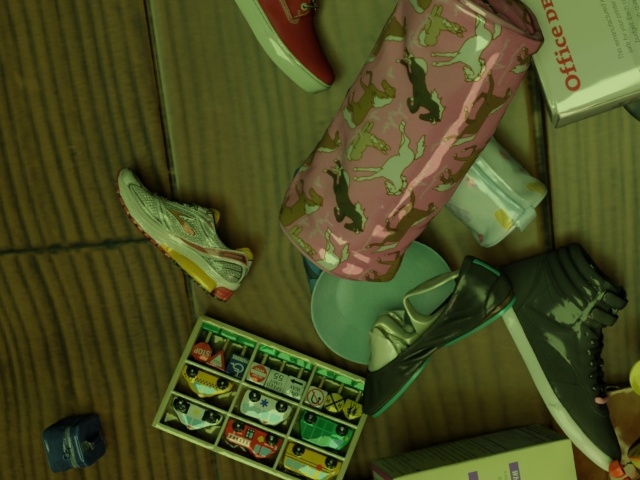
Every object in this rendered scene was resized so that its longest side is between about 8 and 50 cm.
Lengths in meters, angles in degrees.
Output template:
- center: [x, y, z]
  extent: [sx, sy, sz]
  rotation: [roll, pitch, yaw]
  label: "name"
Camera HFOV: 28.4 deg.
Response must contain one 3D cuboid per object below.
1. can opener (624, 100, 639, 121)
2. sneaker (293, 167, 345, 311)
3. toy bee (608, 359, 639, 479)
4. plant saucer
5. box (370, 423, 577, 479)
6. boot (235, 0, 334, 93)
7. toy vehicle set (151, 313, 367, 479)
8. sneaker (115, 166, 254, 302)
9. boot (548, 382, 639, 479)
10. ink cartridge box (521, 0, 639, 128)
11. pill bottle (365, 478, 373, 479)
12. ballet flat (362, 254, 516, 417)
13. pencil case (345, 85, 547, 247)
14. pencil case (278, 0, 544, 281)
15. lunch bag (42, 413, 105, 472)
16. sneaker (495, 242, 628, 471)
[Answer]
- center: [0.368, -0.221, 1.548]
  extent: [0.073, 0.059, 0.186]
  rotation: [-42, 93, 18]
  label: "can opener"
- center: [0.000, 0.000, 1.681]
  extent: [0.082, 0.069, 0.209]
  rotation: [26, 130, 49]
  label: "sneaker"
- center: [0.429, 0.236, 1.539]
  extent: [0.162, 0.298, 0.195]
  rotation: [-30, 76, 30]
  label: "toy bee"
- center: [0.081, 0.074, 1.668]
  extent: [0.194, 0.037, 0.195]
  rotation: [-3, 117, -7]
  label: "plant saucer"
- center: [0.207, 0.372, 1.635]
  extent: [0.242, 0.117, 0.214]
  rotation: [-11, 94, -12]
  label: "box"
- center: [-0.013, -0.322, 1.588]
  extent: [0.176, 0.088, 0.244]
  rotation: [-32, 92, 15]
  label: "boot"
- center: [-0.073, 0.225, 1.717]
  extent: [0.266, 0.035, 0.166]
  rotation: [20, 78, 5]
  label: "toy vehicle set"
- center: [-0.185, -0.021, 1.705]
  extent: [0.225, 0.088, 0.093]
  rotation: [42, 87, -1]
  label: "sneaker"
- center: [0.445, 0.318, 1.668]
  extent: [0.264, 0.096, 0.281]
  rotation: [-6, 95, 20]
  label: "boot"
- center: [0.371, -0.274, 1.464]
  extent: [0.283, 0.117, 0.207]
  rotation: [-18, 85, 7]
  label: "ink cartridge box"
- center: [0.016, 0.394, 1.742]
  extent: [0.193, 0.108, 0.108]
  rotation: [-13, 101, 13]
  label: "pill bottle"
- center: [0.127, 0.114, 1.621]
  extent: [0.096, 0.095, 0.280]
  rotation: [44, 116, -4]
  label: "ballet flat"
- center: [0.160, -0.119, 1.581]
  extent: [0.273, 0.124, 0.113]
  rotation: [47, 71, -4]
  label: "pencil case"
- center: [0.094, -0.128, 1.446]
  extent: [0.160, 0.167, 0.386]
  rotation: [11, 124, -32]
  label: "pencil case"
- center: [-0.345, 0.286, 1.792]
  extent: [0.065, 0.098, 0.067]
  rotation: [-13, 95, 11]
  label: "lunch bag"
- center: [0.338, 0.135, 1.590]
  extent: [0.146, 0.104, 0.296]
  rotation: [-31, 76, 18]
  label: "sneaker"
